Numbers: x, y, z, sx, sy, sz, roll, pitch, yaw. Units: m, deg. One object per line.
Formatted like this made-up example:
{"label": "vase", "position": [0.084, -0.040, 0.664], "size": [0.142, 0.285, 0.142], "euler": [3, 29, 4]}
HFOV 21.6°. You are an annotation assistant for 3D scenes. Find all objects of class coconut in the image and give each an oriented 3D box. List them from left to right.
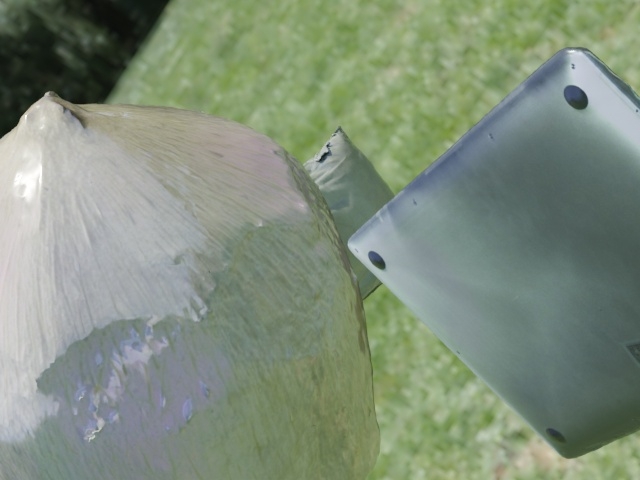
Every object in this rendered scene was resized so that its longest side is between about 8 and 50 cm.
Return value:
{"label": "coconut", "position": [-0.044, 0.018, 0.393], "size": [0.110, 0.110, 0.124], "euler": [-71, -26, -53]}

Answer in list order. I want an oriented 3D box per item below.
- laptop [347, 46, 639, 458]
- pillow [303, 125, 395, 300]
{"label": "laptop", "position": [0.130, 0.020, 0.867], "size": [0.015, 0.187, 0.269], "euler": [-47, 3, -30]}
{"label": "pillow", "position": [0.000, 0.000, 1.542], "size": [0.050, 0.148, 0.230], "euler": [-25, 11, 48]}
